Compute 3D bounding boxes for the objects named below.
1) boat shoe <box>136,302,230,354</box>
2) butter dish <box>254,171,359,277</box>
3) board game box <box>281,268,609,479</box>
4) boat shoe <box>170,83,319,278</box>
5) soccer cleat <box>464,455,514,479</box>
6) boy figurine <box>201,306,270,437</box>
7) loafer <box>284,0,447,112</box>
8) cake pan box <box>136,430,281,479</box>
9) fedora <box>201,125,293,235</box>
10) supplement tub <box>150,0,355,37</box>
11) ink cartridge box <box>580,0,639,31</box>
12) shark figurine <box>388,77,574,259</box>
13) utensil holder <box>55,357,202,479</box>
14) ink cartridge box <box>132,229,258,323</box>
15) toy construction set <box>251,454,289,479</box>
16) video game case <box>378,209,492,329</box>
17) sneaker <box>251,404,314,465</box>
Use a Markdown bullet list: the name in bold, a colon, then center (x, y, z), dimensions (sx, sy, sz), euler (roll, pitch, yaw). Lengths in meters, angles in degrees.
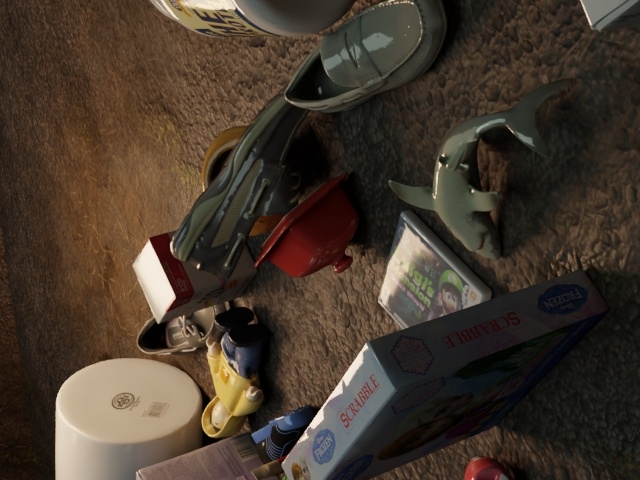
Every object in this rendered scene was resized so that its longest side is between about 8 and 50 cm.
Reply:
- **boat shoe**: center (-0.278, 0.180, 2.261), dimensions (0.335, 0.095, 0.112), euler (-30, 77, 59)
- **butter dish**: center (0.000, 0.000, 1.698), dimensions (0.118, 0.160, 0.160), euler (46, 145, 4)
- **board game box**: center (0.143, 0.180, 1.343), dimensions (0.066, 0.317, 0.319), euler (60, 147, 24)
- **boat shoe**: center (-0.091, -0.093, 1.730), dimensions (0.355, 0.130, 0.132), euler (-53, 8, 18)
- **soccer cleat**: center (0.252, 0.412, 1.520), dimensions (0.095, 0.083, 0.248), euler (-112, 5, -84)
- **boy figurine**: center (-0.170, 0.258, 2.125), dimensions (0.177, 0.092, 0.285), euler (47, 136, 35)
- **loafer**: center (0.056, -0.244, 1.501), dimensions (0.319, 0.111, 0.112), euler (-32, 75, 59)
- **cake pan box**: center (-0.189, 0.501, 2.108), dimensions (0.267, 0.245, 0.070), euler (50, 141, 35)
- **fedora**: center (-0.106, -0.100, 1.842), dimensions (0.194, 0.079, 0.194), euler (5, 99, 33)
- **supplement tub**: center (-0.106, -0.406, 1.579), dimensions (0.324, 0.235, 0.236), euler (15, 116, 56)
- **ink cartridge box**: center (0.291, -0.326, 1.015), dimensions (0.100, 0.171, 0.237), euler (-32, 75, 59)
- **shark figurine**: center (0.191, -0.110, 1.360), dimensions (0.166, 0.116, 0.278), euler (27, 143, 9)
- **utensil holder**: center (-0.413, 0.493, 2.404), dimensions (0.327, 0.327, 0.386), euler (38, 132, 46)
- **ink cartridge box**: center (-0.228, 0.051, 2.044), dimensions (0.127, 0.176, 0.128), euler (63, 148, 15)
- **toy construction set**: center (-0.042, 0.523, 1.881), dimensions (0.309, 0.237, 0.257), euler (64, 148, 19)
- **video game case**: center (0.155, 0.079, 1.570), dimensions (0.190, 0.022, 0.173), euler (49, 141, 38)
- **sneaker**: center (-0.055, 0.359, 1.994), dimensions (0.091, 0.081, 0.232), euler (65, 155, 11)
